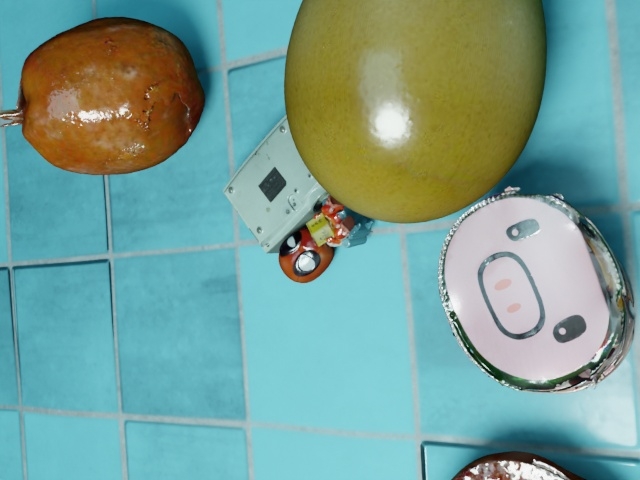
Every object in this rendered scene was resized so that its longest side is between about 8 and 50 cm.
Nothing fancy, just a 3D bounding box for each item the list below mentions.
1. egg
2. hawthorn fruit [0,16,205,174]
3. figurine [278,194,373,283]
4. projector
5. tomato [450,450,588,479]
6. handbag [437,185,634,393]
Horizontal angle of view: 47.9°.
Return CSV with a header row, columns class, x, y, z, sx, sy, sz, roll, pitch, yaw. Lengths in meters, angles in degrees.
class,x,y,z,sx,sy,sz,roll,pitch,yaw
egg,0.092,-0.177,0.708,0.250,0.250,0.322,9,92,32
hawthorn fruit,-0.308,-0.182,0.952,0.211,0.299,0.211,168,90,-72
figurine,0.000,0.000,0.876,0.140,0.075,0.068,-42,71,37
projector,-0.043,-0.070,0.908,0.147,0.061,0.115,-46,70,25
tomato,0.222,0.320,0.736,0.225,0.085,0.224,1,92,28
handbag,0.214,0.056,0.716,0.179,0.116,0.205,-28,75,28
